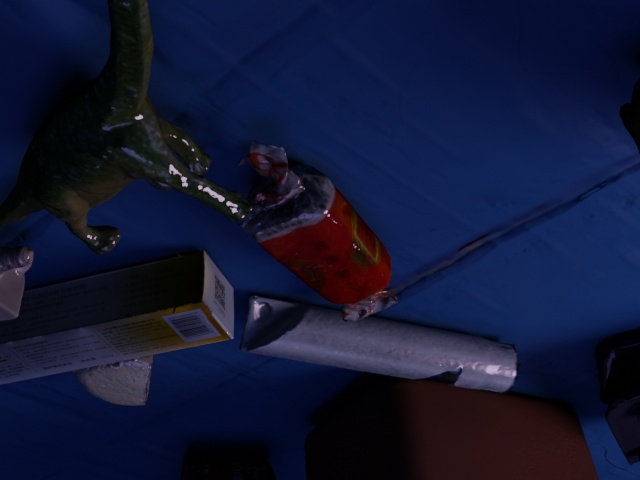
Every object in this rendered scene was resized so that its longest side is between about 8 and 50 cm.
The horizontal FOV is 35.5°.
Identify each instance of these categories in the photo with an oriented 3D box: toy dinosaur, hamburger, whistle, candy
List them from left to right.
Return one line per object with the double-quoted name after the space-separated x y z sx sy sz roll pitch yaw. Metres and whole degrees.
-0.193 -0.092 0.715 0.447 0.087 0.301 -16 150 27 "toy dinosaur"
-0.223 0.137 1.073 0.084 0.054 0.121 9 155 -10 "hamburger"
0.001 0.001 0.904 0.086 0.059 0.292 -19 143 19 "candy"
0.066 0.113 1.065 0.312 0.062 0.062 12 142 -20 "whistle"

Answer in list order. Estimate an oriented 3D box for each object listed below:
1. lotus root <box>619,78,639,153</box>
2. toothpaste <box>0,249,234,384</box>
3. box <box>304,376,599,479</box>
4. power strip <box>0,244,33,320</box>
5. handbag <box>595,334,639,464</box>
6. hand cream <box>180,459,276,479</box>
0.351 -0.065 0.717 0.188 0.199 0.180 18 145 -38 "lotus root"
-0.245 0.086 0.998 0.312 0.071 0.089 -13 146 13 "toothpaste"
0.164 0.326 1.211 0.339 0.229 0.239 14 141 -28 "box"
-0.410 0.046 0.916 0.338 0.058 0.098 -9 149 15 "power strip"
0.501 0.182 1.155 0.325 0.118 0.269 -15 144 20 "handbag"
-0.127 0.386 1.325 0.125 0.193 0.193 3 144 -11 "hand cream"
